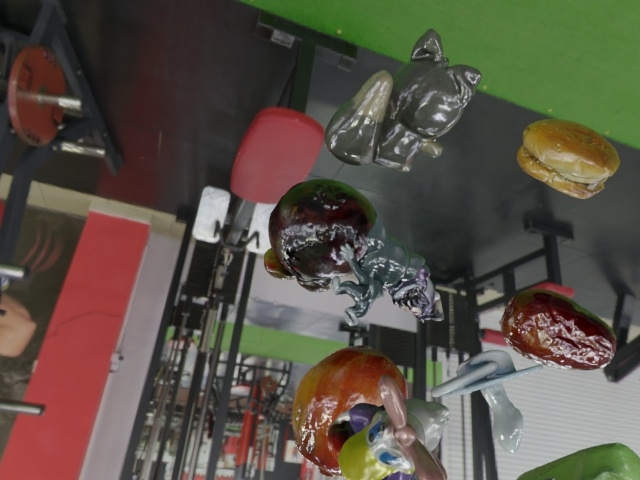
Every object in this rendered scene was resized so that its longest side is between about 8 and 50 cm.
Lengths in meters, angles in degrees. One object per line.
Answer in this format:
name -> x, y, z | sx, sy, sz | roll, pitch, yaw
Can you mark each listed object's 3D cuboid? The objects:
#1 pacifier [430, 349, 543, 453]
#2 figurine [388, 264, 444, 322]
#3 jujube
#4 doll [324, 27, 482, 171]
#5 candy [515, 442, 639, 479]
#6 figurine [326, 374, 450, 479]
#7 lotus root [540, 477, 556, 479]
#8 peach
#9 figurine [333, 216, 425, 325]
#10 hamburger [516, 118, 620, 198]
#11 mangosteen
pacifier -> 0.370, 0.352, 1.037 | 0.228, 0.207, 0.279 | -20, 160, -2
figurine -> 0.282, 0.149, 1.388 | 0.146, 0.145, 0.222 | -11, 147, 32
jujube -> 0.720, 0.276, 1.463 | 0.318, 0.222, 0.223 | 21, 156, 7
doll -> 0.226, -0.332, 1.243 | 0.252, 0.379, 0.382 | 39, 121, 12
candy -> 0.658, 0.635, 1.232 | 0.343, 0.132, 0.142 | -47, 170, 37
figurine -> 0.116, 0.314, 0.743 | 0.193, 0.154, 0.421 | -30, 156, 5
lotus root -> 0.523, 0.583, 1.119 | 0.083, 0.037, 0.030 | 0, 160, -39
peach -> 0.077, 0.475, 1.356 | 0.290, 0.372, 0.372 | 35, 164, 22
figurine -> 0.127, 0.082, 1.213 | 0.193, 0.265, 0.140 | 46, 138, -7
hamburger -> 0.791, -0.280, 1.548 | 0.314, 0.290, 0.170 | 36, 132, 20
mangosteen -> -0.010, -0.022, 1.656 | 0.382, 0.380, 0.421 | 18, 147, -24
